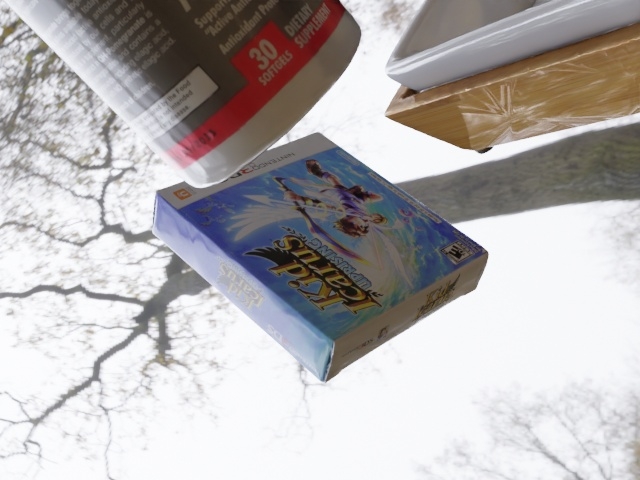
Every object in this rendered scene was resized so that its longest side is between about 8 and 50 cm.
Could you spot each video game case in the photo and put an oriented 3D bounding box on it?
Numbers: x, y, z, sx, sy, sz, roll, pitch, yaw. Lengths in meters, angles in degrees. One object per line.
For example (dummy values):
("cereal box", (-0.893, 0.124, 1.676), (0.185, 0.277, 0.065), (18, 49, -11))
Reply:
("video game case", (0.000, 0.000, 0.948), (0.244, 0.269, 0.061), (-26, -38, -39))

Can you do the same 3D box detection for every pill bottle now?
("pill bottle", (-0.134, -0.203, 0.613), (0.318, 0.176, 0.176), (46, -114, -19))

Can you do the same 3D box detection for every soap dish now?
("soap dish", (0.206, -0.188, 0.688), (0.118, 0.291, 0.229), (44, -118, -25))
